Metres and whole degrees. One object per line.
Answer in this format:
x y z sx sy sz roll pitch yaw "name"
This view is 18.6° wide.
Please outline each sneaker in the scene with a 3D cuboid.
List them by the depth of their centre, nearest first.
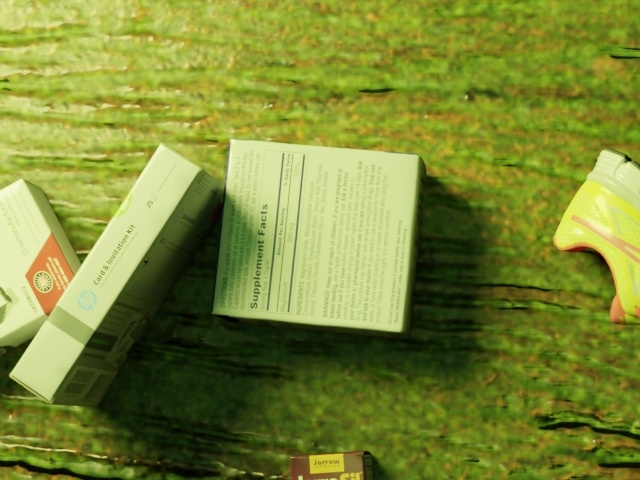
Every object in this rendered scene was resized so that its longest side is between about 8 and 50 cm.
0.248 0.035 1.349 0.208 0.081 0.094 44 96 16 "sneaker"

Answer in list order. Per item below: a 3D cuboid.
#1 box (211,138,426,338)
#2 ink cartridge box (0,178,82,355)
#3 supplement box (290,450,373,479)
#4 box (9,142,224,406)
0.000 0.000 1.379 0.137 0.072 0.126 6 85 7 "box"
-0.245 0.031 1.413 0.135 0.056 0.099 -29 82 2 "ink cartridge box"
0.010 0.191 1.372 0.055 0.043 0.083 -5 83 8 "supplement box"
-0.134 0.028 1.356 0.038 0.145 0.186 34 89 8 "box"
